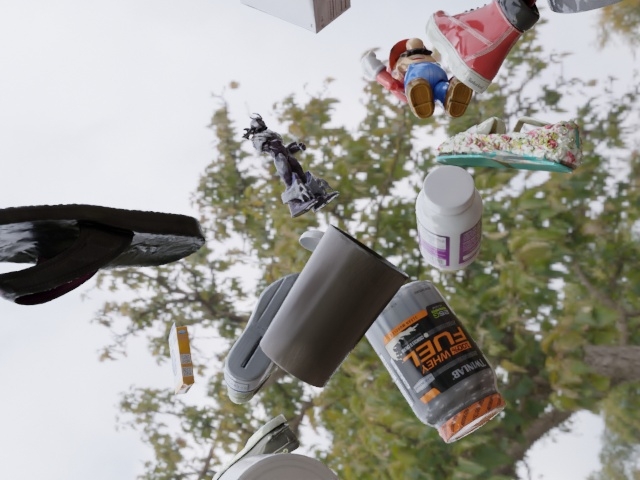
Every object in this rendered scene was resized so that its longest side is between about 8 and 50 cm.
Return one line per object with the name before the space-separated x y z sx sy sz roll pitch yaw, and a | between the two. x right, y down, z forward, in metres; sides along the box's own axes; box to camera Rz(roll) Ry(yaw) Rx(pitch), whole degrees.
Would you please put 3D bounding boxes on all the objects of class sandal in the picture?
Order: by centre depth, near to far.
sandal | -0.344 0.024 1.116 0.446 0.168 0.107 -1 -114 -45

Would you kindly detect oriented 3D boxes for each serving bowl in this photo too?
serving bowl | 0.000 0.000 1.610 0.083 0.083 0.027 43 -124 -48

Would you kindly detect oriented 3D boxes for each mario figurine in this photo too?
mario figurine | 0.210 -0.363 1.666 0.198 0.320 0.170 31 -74 -21

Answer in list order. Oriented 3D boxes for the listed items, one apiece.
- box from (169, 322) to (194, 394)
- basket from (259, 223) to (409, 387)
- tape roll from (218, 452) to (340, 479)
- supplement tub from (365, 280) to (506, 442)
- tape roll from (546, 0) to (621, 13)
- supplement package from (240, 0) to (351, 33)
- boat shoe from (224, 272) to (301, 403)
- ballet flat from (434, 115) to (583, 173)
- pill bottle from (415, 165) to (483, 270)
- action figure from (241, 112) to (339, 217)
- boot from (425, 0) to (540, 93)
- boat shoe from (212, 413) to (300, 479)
box | -0.285 0.238 1.618 0.028 0.081 0.136 0 -115 -22
basket | 0.016 0.108 1.270 0.226 0.154 0.204 -56 -6 3
tape roll | -0.079 0.515 1.451 0.246 0.169 0.246 5 -107 -17
supplement tub | 0.244 0.259 1.698 0.194 0.193 0.316 4 -133 -55
tape roll | 0.443 -0.428 1.201 0.219 0.219 0.072 -51 -57 -39
supplement package | -0.074 -0.666 1.950 0.145 0.262 0.204 -45 -31 -28
boat shoe | -0.097 0.178 1.505 0.302 0.109 0.094 -51 -14 -42
ballet flat | 0.276 -0.142 1.157 0.091 0.241 0.077 15 -94 -46
pill bottle | 0.332 -0.059 2.042 0.301 0.169 0.169 74 -145 -59
action figure | -0.084 -0.193 1.884 0.285 0.099 0.185 56 -151 12
boot | 0.267 -0.363 1.287 0.088 0.244 0.176 25 -64 -26
boat shoe | -0.159 0.539 1.910 0.305 0.091 0.109 -50 -17 30
